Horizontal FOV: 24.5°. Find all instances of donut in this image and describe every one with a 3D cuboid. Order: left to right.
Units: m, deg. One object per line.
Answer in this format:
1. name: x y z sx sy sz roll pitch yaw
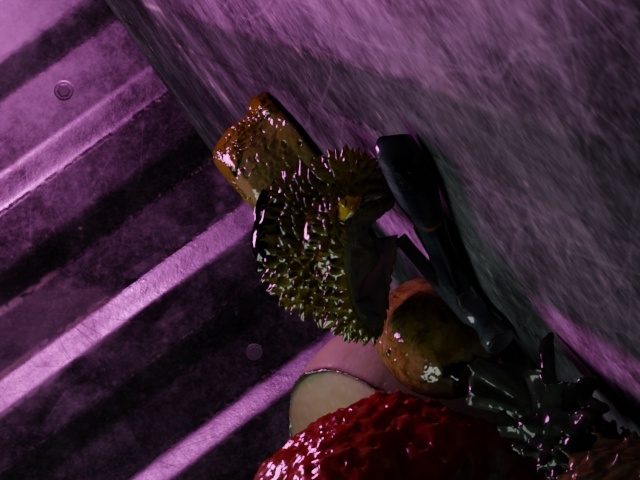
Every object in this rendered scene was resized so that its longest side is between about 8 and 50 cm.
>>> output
1. donut: -0.037 -0.054 1.904 0.272 0.107 0.272 53 177 4

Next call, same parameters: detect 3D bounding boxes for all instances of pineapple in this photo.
1. pineapple: 0.202 0.172 1.131 0.248 0.128 0.128 53 176 46

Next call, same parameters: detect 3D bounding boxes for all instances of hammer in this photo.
1. hammer: 0.097 -0.011 1.311 0.137 0.037 0.290 49 174 34

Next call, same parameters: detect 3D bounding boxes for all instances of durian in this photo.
1. durian: 0.000 0.000 1.427 0.237 0.137 0.193 80 -161 -68

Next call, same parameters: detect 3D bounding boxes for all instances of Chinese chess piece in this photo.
1. Chinese chess piece: 0.110 0.255 1.745 0.338 0.140 0.338 32 138 34

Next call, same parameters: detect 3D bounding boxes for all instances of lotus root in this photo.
1. lotus root: 0.107 0.097 1.521 0.097 0.110 0.258 47 175 -16

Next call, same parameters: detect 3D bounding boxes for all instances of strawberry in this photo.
1. strawberry: 0.056 0.275 1.474 0.351 0.312 0.267 31 123 58
